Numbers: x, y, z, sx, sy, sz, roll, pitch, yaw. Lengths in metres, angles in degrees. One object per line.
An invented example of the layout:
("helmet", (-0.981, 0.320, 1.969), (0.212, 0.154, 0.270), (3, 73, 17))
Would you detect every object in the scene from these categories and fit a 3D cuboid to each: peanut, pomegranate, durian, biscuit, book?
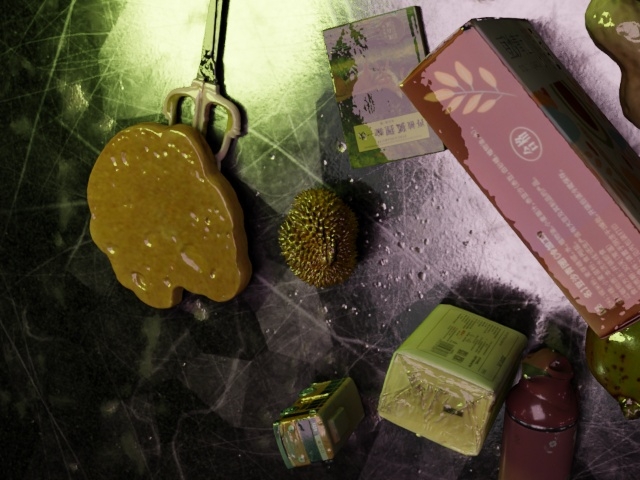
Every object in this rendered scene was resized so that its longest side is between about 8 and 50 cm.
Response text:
("peanut", (0.451, -0.233, 1.182), (0.117, 0.101, 0.263), (-27, 91, 6))
("pomegranate", (0.474, 0.125, 1.210), (0.198, 0.198, 0.246), (17, 106, 18))
("durian", (0.000, 0.000, 1.406), (0.137, 0.168, 0.158), (-25, 110, 9))
("biscuit", (-0.274, -0.033, 1.554), (0.312, 0.057, 0.351), (-30, 93, 31))
("book", (0.100, -0.238, 1.373), (0.160, 0.024, 0.228), (-9, 98, 22))

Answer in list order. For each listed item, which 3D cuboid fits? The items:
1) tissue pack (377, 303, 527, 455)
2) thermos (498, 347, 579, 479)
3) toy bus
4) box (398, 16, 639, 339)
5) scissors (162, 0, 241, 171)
("tissue pack", (0.203, 0.202, 1.318), (0.159, 0.234, 0.125), (20, 111, 18))
("thermos", (0.343, 0.309, 1.329), (0.136, 0.109, 0.330), (-5, 116, -10))
("toy bus", (0.002, 0.303, 1.458), (0.103, 0.182, 0.091), (-16, 96, 23))
("box", (0.312, -0.104, 1.136), (0.122, 0.344, 0.385), (-40, 85, 26))
("scissors", (-0.194, -0.270, 1.490), (0.160, 0.024, 0.318), (18, 109, 20))
